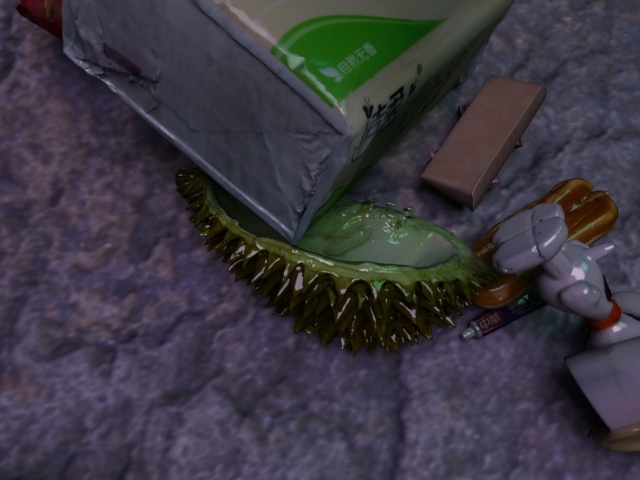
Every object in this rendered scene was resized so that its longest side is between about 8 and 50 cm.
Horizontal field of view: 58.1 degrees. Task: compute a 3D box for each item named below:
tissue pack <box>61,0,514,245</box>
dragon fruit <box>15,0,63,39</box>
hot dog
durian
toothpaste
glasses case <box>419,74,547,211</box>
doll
[{"bbox_3d":[-0.011,-0.249,0.630,0.332,0.205,0.405,40,50,6],"label":"tissue pack"},{"bbox_3d":[-0.289,-0.338,0.724,0.268,0.210,0.205,42,34,8],"label":"dragon fruit"},{"bbox_3d":[0.268,0.000,0.706,0.236,0.062,0.092,-31,61,-8],"label":"hot dog"},{"bbox_3d":[-0.001,-0.004,0.646,0.394,0.163,0.198,25,71,15],"label":"durian"},{"bbox_3d":[0.228,0.085,0.699,0.140,0.021,0.037,-26,76,-15],"label":"toothpaste"},{"bbox_3d":[0.205,-0.125,0.754,0.102,0.070,0.193,24,71,34],"label":"glasses case"},{"bbox_3d":[0.289,0.103,0.604,0.271,0.144,0.208,34,40,-28],"label":"doll"}]
